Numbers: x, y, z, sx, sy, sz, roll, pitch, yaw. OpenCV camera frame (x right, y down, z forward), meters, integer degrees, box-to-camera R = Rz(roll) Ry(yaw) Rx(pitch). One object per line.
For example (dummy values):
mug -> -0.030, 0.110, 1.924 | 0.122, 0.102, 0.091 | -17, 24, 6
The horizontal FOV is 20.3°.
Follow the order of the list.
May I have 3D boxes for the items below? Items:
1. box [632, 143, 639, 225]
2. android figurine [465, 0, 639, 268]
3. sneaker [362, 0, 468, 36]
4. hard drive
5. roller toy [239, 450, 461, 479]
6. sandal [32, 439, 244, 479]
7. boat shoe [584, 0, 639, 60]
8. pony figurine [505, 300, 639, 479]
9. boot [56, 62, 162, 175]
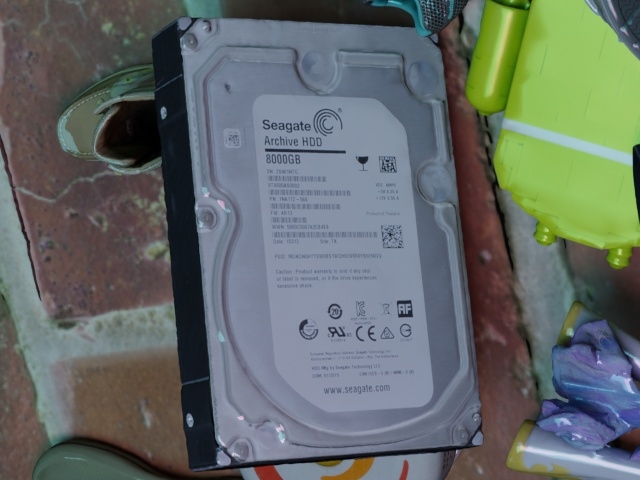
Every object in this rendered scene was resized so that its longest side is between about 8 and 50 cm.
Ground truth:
box -> 0.342, -0.015, 1.292 | 0.207, 0.153, 0.108 | -11, 113, 3
android figurine -> 0.233, -0.109, 1.393 | 0.248, 0.056, 0.273 | 16, 114, 15
sneaker -> 0.047, -0.223, 1.410 | 0.166, 0.065, 0.076 | 35, 80, 9
hard drive -> 0.000, 0.000, 1.377 | 0.064, 0.236, 0.339 | -22, 70, 59
roller toy -> 0.027, 0.148, 1.514 | 0.209, 0.146, 0.191 | -37, 92, 27
sandal -> -0.141, 0.273, 1.657 | 0.302, 0.086, 0.120 | 12, 112, 18
boat shoe -> 0.215, -0.233, 1.281 | 0.118, 0.103, 0.320 | -41, 100, 8
pony figurine -> 0.333, 0.187, 1.365 | 0.363, 0.303, 0.351 | 24, 143, 12
boot -> -0.157, -0.098, 1.491 | 0.213, 0.165, 0.077 | -12, 103, 24
